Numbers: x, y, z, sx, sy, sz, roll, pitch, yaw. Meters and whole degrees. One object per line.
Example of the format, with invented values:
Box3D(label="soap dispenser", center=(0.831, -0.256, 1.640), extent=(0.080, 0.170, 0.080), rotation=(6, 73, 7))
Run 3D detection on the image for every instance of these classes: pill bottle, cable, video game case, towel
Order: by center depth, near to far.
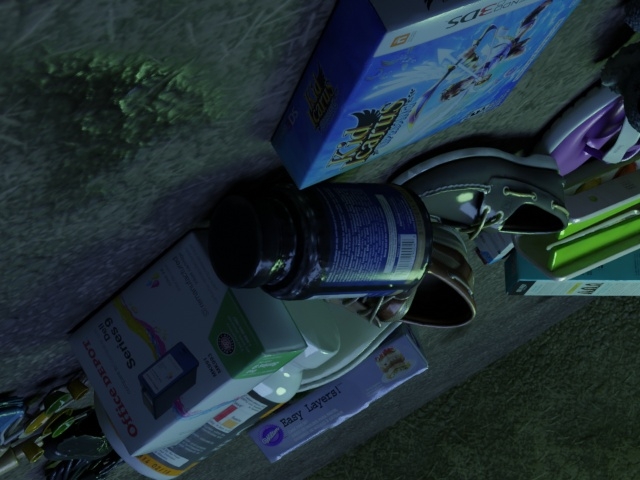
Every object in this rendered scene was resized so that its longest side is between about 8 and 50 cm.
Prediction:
Box3D(label="video game case", center=(0.102, -0.166, 1.160), extent=(0.244, 0.061, 0.269), rotation=(-22, 163, -25))
Box3D(label="pill bottle", center=(0.000, 0.000, 1.349), extent=(0.219, 0.123, 0.123), rotation=(0, 149, -39))
Box3D(label="towel", center=(-0.392, 0.203, 1.467), extent=(0.067, 0.029, 0.119), rotation=(-39, 164, 28))
Box3D(label="pill bottle", center=(-0.123, 0.155, 1.571), extent=(0.278, 0.162, 0.162), rotation=(-35, 164, 19))
Box3D(label="cable", center=(-0.323, 0.317, 1.956), extent=(0.184, 0.047, 0.150), rotation=(-23, 158, -19))

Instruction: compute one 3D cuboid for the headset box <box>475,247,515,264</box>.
Box3D(label="headset box", center=(0.298, 0.005, 2.145), extent=(0.062, 0.032, 0.083), rotation=(-15, 157, -46))

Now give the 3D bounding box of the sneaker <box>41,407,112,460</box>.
Box3D(label="sneaker", center=(-0.310, 0.259, 1.762), extent=(0.089, 0.051, 0.170), rotation=(-33, 162, 27))

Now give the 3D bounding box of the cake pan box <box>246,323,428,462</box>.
Box3D(label="cake pan box", center=(0.011, 0.168, 1.822), extent=(0.267, 0.070, 0.246), rotation=(-33, -162, 10))

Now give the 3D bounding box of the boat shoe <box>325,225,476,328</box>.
Box3D(label="boat shoe", center=(0.069, 0.036, 1.525), extent=(0.324, 0.116, 0.123), rotation=(9, 134, -39))

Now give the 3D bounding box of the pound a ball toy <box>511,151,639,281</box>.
Box3D(label="pound a ball toy", center=(0.447, -0.097, 1.977), extent=(0.319, 0.136, 0.208), rotation=(-22, 136, -29))

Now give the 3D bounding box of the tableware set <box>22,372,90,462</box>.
Box3D(label="tableware set", center=(-0.320, 0.218, 1.592), extent=(0.104, 0.024, 0.154), rotation=(-32, 164, -50))

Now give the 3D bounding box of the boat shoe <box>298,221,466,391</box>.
Box3D(label="boat shoe", center=(0.027, 0.079, 1.713), extent=(0.340, 0.127, 0.113), rotation=(-37, -162, -2))

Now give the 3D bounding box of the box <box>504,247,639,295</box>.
Box3D(label="box", center=(0.432, 0.051, 2.157), extent=(0.244, 0.060, 0.100), rotation=(1, 163, -4))

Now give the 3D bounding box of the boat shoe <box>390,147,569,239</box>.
Box3D(label="boat shoe", center=(0.207, -0.052, 1.622), extent=(0.305, 0.091, 0.109), rotation=(-2, 158, -46))

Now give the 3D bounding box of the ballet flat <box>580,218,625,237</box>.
Box3D(label="ballet flat", center=(0.472, -0.023, 2.247), extent=(0.123, 0.123, 0.348), rotation=(-31, 164, 2))

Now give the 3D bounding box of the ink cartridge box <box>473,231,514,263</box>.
Box3D(label="ink cartridge box", center=(0.279, -0.005, 2.041), extent=(0.028, 0.048, 0.083), rotation=(-20, 162, -34))

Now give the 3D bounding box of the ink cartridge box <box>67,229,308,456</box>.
Box3D(label="ink cartridge box", center=(-0.144, 0.108, 1.391), extent=(0.212, 0.154, 0.093), rotation=(-38, 163, 28))

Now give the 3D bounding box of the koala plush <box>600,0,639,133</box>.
Box3D(label="koala plush", center=(0.424, -0.188, 1.477), extent=(0.203, 0.196, 0.221), rotation=(-32, 165, -38))

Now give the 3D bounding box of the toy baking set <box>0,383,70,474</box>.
Box3D(label="toy baking set", center=(-0.412, 0.262, 1.616), extent=(0.256, 0.030, 0.197), rotation=(-27, 165, -14))

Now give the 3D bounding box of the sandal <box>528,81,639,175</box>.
Box3D(label="sandal", center=(0.420, -0.170, 1.672), extent=(0.169, 0.102, 0.416), rotation=(-13, 159, -43))
